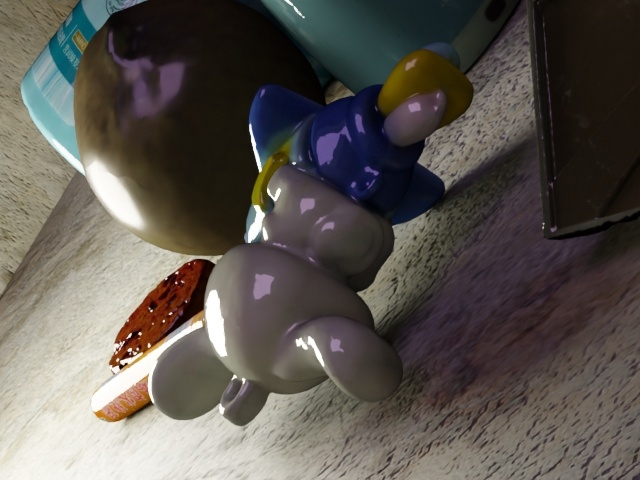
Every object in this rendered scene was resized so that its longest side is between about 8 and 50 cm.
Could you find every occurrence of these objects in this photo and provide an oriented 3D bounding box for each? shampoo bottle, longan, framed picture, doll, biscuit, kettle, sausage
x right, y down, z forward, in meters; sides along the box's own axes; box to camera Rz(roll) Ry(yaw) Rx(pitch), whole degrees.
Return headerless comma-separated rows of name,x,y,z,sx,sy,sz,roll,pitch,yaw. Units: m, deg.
shampoo bottle,-0.180,-0.240,2.350,0.343,0.331,0.331,-50,15,15
longan,-0.143,-0.139,2.054,0.319,0.319,0.319,-47,15,18
framed picture,0.235,-0.115,1.176,0.265,0.018,0.192,-18,69,54
doll,0.005,0.004,1.569,0.376,0.187,0.366,4,64,45
biscuit,-0.189,0.099,2.140,0.192,0.049,0.192,-41,22,20
kettle,0.047,-0.357,1.909,0.319,0.342,0.247,-55,14,-14
sausage,-0.176,0.142,1.985,0.348,0.053,0.053,-36,22,48
